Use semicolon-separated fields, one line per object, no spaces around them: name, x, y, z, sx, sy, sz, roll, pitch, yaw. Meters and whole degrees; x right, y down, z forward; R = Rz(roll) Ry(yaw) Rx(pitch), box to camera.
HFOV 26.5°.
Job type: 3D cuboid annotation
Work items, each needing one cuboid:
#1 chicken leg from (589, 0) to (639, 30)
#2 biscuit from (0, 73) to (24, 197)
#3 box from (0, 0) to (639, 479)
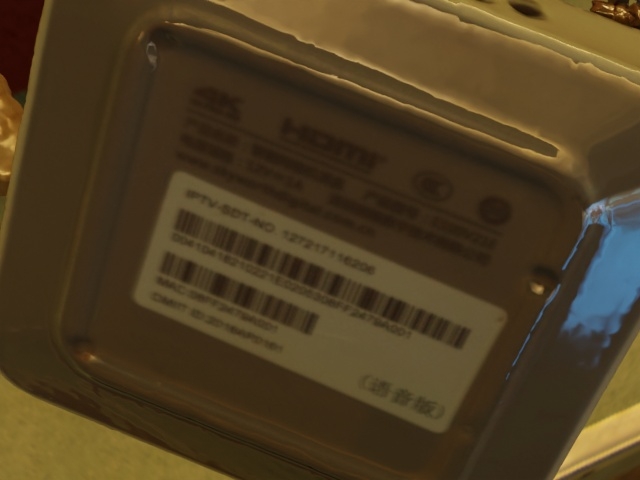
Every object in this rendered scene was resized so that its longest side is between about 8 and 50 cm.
chicken leg;0.209;-0.112;0.983;0.081;0.196;0.125;-17;86;-13
biscuit;-0.333;-0.075;0.823;0.325;0.044;0.217;-32;88;-47
box;0.000;0.000;0.790;0.367;0.373;0.090;21;36;1
